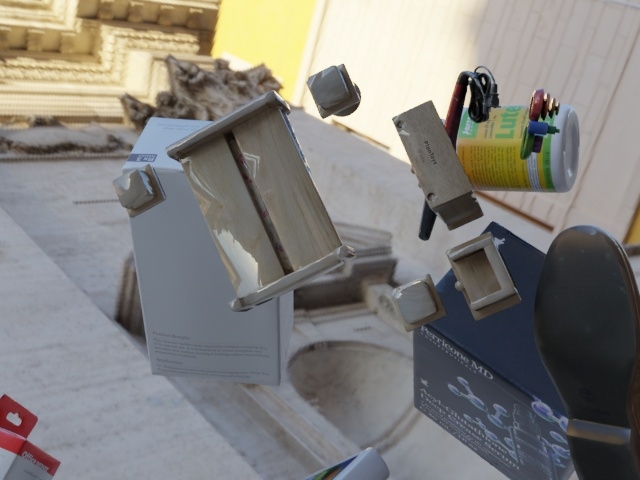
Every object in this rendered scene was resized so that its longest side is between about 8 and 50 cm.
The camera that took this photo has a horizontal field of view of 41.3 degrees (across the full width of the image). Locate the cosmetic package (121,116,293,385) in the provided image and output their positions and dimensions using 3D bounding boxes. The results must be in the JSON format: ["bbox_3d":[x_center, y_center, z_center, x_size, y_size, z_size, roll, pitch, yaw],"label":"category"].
[{"bbox_3d":[-0.152,0.023,1.259,0.217,0.156,0.385,6,-56,4],"label":"cosmetic package"}]

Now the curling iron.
[{"bbox_3d":[0.174,-0.109,1.152,0.035,0.068,0.274,-9,-46,-31],"label":"curling iron"}]

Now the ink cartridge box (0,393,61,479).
[{"bbox_3d":[-0.460,0.353,1.220,0.134,0.078,0.231,76,-146,-61],"label":"ink cartridge box"}]

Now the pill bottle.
[{"bbox_3d":[0.279,-0.147,1.364,0.136,0.245,0.136,-12,-77,-61],"label":"pill bottle"}]

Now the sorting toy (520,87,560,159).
[{"bbox_3d":[0.306,-0.157,1.173,0.061,0.042,0.102,-62,-19,-71],"label":"sorting toy"}]

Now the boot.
[{"bbox_3d":[0.297,0.116,0.847,0.115,0.112,0.305,-26,-70,-31],"label":"boot"}]

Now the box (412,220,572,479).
[{"bbox_3d":[0.325,0.211,1.372,0.212,0.293,0.395,-45,-26,-20],"label":"box"}]

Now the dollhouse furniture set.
[{"bbox_3d":[0.000,0.000,0.952,0.355,0.303,0.174,-25,-11,11],"label":"dollhouse furniture set"}]

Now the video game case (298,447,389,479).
[{"bbox_3d":[-0.124,0.316,0.724,0.329,0.036,0.300,-31,-6,-44],"label":"video game case"}]
